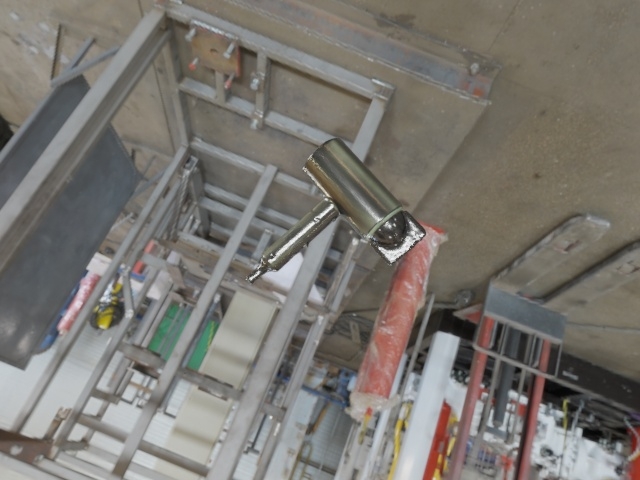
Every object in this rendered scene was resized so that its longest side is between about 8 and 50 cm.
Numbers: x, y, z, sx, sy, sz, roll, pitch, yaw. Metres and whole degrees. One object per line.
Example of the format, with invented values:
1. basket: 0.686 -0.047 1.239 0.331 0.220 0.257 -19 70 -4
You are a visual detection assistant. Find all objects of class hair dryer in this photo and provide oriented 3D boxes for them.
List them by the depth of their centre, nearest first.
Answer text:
1. hair dryer: 0.000 0.000 0.753 0.195 0.248 0.078 50 -175 13
